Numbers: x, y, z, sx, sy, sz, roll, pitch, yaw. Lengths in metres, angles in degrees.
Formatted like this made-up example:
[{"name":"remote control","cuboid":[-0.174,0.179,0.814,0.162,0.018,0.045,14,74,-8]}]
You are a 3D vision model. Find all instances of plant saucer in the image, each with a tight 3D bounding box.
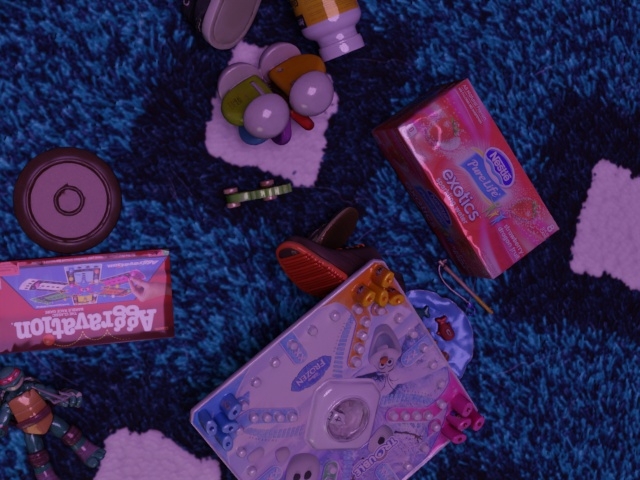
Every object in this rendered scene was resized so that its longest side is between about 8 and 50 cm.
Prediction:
[{"name":"plant saucer","cuboid":[-0.393,-0.063,1.850,0.168,0.029,0.168,-1,92,-16]}]

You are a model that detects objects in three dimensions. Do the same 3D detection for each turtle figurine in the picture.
[{"name":"turtle figurine","cuboid":[-0.436,0.269,1.810,0.175,0.118,0.234,-28,116,2]}]

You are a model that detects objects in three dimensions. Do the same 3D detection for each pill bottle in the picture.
[{"name":"pill bottle","cuboid":[0.004,-0.385,1.903,0.103,0.103,0.184,-24,98,-13]}]

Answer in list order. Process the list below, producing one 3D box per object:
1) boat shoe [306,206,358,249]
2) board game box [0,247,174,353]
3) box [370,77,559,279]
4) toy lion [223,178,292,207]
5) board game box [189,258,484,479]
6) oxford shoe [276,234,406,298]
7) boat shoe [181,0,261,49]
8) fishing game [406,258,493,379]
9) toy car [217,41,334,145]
[{"name":"boat shoe","cuboid":[0.000,0.000,1.948,0.152,0.049,0.056,-48,135,-7]},{"name":"board game box","cuboid":[-0.374,0.094,1.864,0.281,0.027,0.145,-5,95,-15]},{"name":"box","cuboid":[0.239,-0.100,1.962,0.154,0.142,0.300,-35,101,-12]},{"name":"toy lion","cuboid":[-0.098,-0.075,1.895,0.100,0.096,0.034,-13,96,-14]},{"name":"board game box","cuboid":[0.044,0.288,1.910,0.390,0.050,0.390,-40,121,-10]},{"name":"oxford shoe","cuboid":[0.035,0.045,1.923,0.271,0.097,0.098,33,57,-38]},{"name":"boat shoe","cuboid":[-0.120,-0.471,1.833,0.127,0.113,0.340,-2,121,-51]},{"name":"fishing game","cuboid":[0.175,0.178,2.014,0.264,0.041,0.189,-43,100,-9]},{"name":"toy car","cuboid":[-0.067,-0.217,1.887,0.182,0.159,0.136,-28,136,-13]}]
